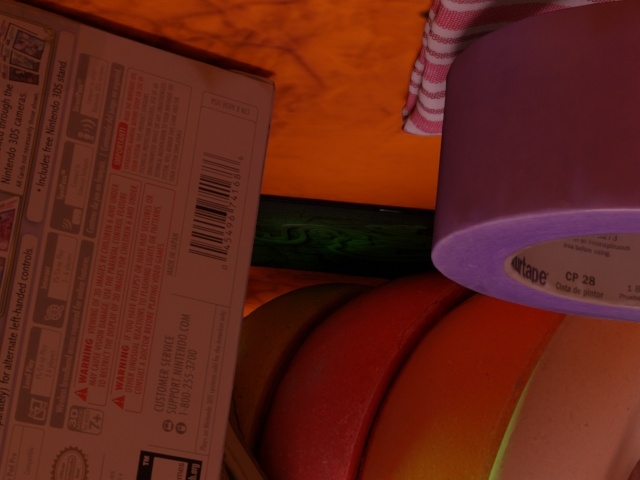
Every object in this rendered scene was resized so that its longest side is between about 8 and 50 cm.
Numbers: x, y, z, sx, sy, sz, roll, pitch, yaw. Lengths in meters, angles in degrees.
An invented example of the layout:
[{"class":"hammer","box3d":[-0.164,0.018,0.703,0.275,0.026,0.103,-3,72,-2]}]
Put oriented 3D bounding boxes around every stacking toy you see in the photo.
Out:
[{"class":"stacking toy","box3d":[0.027,0.132,0.930,0.480,0.351,0.350,14,170,35]}]

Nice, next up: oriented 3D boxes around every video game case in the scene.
[{"class":"video game case","box3d":[-0.155,0.029,0.585,0.244,0.270,0.061,16,163,-28]}]

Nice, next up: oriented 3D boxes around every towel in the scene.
[{"class":"towel","box3d":[0.113,-0.073,0.578,0.144,0.029,0.197,7,163,-1]}]

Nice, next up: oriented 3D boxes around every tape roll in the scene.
[{"class":"tape roll","box3d":[0.141,-0.023,0.552,0.189,0.080,0.189,6,165,1]}]

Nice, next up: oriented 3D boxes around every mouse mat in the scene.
[{"class":"mouse mat","box3d":[0.000,0.000,0.896,0.189,0.007,0.152,4,163,2]}]

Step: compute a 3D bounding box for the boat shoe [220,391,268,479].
[{"class":"boat shoe","box3d":[-0.103,0.154,0.820,0.123,0.342,0.123,-13,173,-32]}]
